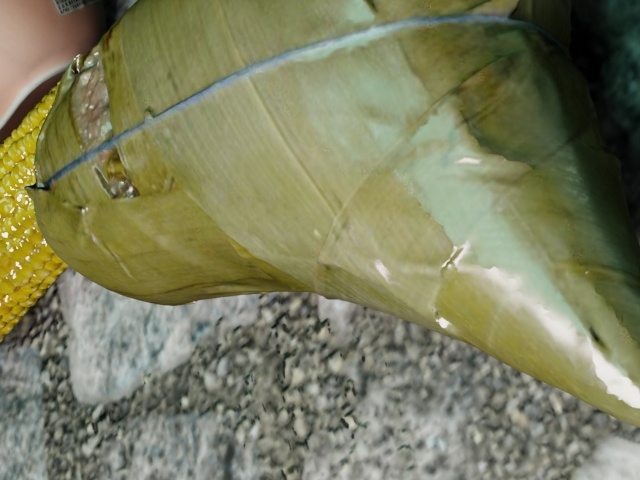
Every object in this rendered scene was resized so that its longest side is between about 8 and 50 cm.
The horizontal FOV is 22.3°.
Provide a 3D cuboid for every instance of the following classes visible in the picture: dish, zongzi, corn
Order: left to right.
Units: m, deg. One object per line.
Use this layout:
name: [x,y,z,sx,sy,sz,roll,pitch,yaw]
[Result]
dish: [-0.228,-0.111,1.132,0.090,0.213,0.213,47,112,7]
corn: [-0.200,-0.014,1.103,0.293,0.106,0.106,-43,52,19]
zongzi: [0.000,0.000,0.859,0.356,0.174,0.393,-34,54,30]
